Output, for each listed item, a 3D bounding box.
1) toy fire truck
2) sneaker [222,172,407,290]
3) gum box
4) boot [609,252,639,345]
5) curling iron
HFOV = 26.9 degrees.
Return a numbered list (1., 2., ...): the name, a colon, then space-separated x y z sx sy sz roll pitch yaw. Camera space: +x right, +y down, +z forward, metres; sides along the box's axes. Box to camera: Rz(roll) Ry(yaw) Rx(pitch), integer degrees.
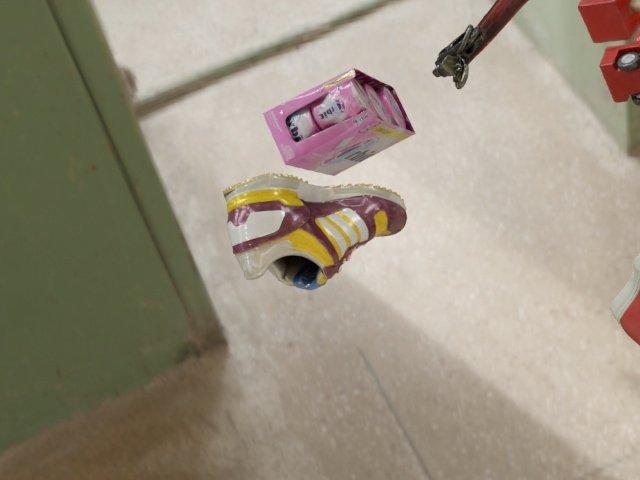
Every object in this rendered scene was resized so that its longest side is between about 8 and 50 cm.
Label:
1. toy fire truck: 0.308 -0.180 1.169 0.192 0.047 0.135 -3 43 37
2. sneaker: 0.000 0.000 1.044 0.070 0.186 0.083 -20 73 44
3. gum box: 0.022 -0.124 1.424 0.107 0.188 0.062 -27 82 15
4. boot: 0.480 0.096 1.750 0.088 0.244 0.176 -21 61 -18
5. curling iron: 0.185 -0.224 1.143 0.035 0.274 0.068 37 37 -10
